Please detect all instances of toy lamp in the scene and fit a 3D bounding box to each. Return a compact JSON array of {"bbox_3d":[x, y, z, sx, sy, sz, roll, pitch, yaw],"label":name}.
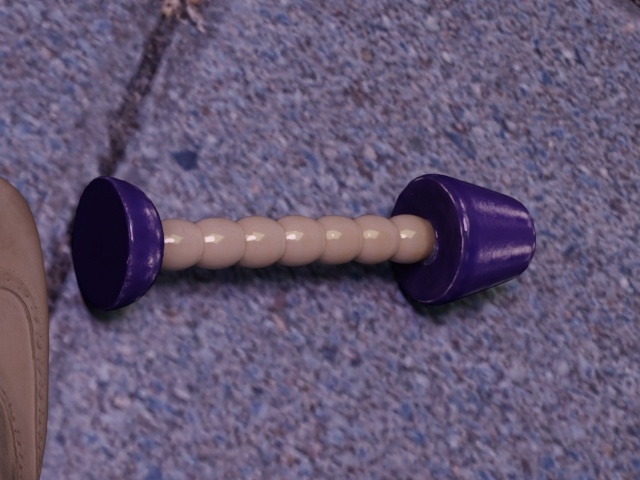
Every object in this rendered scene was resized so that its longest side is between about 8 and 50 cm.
[{"bbox_3d":[0.000,0.000,1.029,0.275,0.080,0.080,1,61,-32],"label":"toy lamp"}]

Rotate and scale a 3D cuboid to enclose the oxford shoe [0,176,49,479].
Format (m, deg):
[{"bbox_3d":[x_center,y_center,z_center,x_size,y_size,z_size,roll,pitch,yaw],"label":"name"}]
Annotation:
[{"bbox_3d":[-0.166,0.097,0.812,0.123,0.130,0.348,20,52,-22],"label":"oxford shoe"}]
